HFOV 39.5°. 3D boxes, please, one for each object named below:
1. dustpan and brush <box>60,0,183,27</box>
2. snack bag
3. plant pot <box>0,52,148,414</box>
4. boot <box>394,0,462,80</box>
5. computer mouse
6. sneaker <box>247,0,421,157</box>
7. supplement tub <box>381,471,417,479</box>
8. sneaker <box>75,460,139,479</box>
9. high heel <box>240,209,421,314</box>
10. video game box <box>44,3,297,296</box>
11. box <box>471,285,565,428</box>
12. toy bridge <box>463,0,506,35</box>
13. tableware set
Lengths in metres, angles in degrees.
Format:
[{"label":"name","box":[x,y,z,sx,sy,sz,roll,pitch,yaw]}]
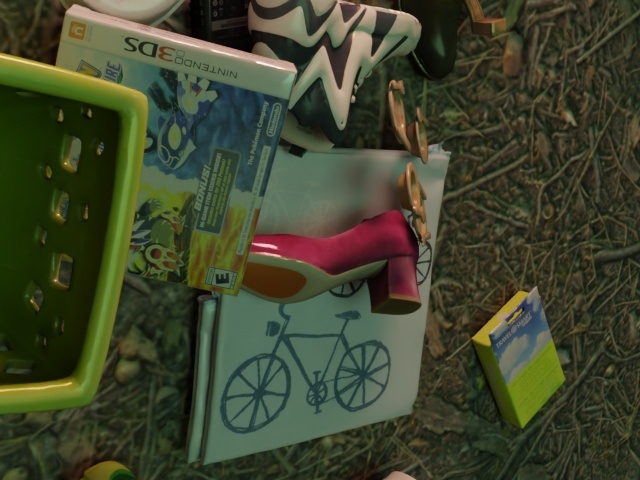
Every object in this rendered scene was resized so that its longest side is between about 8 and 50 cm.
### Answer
[{"label":"dustpan and brush","box":[-0.175,-0.202,0.744,0.147,0.060,0.211,12,90,-26]},{"label":"snack bag","box":[0.006,0.057,0.966,0.323,0.037,0.343,-3,105,-41]},{"label":"plant pot","box":[-0.277,-0.020,0.606,0.227,0.207,0.228,7,98,-41]},{"label":"boot","box":[0.139,-0.274,0.941,0.082,0.106,0.219,-23,116,-32]},{"label":"computer mouse","box":[-0.092,-0.151,0.839,0.071,0.041,0.242,-19,120,-42]},{"label":"sneaker","box":[0.009,-0.157,0.868,0.235,0.094,0.153,-14,119,-60]},{"label":"supplement tub","box":[0.058,0.382,1.034,0.199,0.144,0.144,-39,124,-25]},{"label":"sneaker","box":[-0.146,0.340,0.869,0.109,0.123,0.295,-46,127,-21]},{"label":"high heel","box":[0.000,0.000,0.889,0.244,0.082,0.117,10,57,-27]},{"label":"video game box","box":[-0.134,-0.069,0.739,0.187,0.048,0.205,13,107,-9]},{"label":"box","box":[0.269,0.155,1.209,0.109,0.042,0.178,-40,124,-25]},{"label":"toy bridge","box":[0.167,-0.321,0.978,0.026,0.063,0.188,-26,119,-31]},{"label":"tableware set","box":[0.096,-0.079,0.914,0.141,0.020,0.169,29,55,-71]}]
